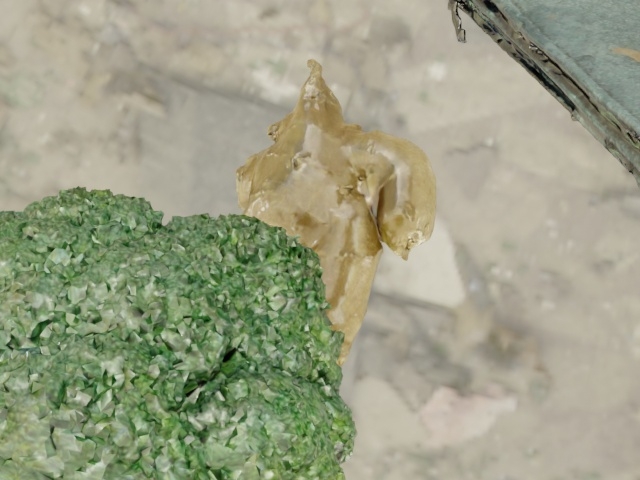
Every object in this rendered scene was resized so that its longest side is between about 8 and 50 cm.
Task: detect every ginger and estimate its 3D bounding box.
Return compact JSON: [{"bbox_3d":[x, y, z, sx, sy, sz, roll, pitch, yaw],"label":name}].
[{"bbox_3d":[-0.011,0.002,1.075,0.133,0.214,0.059,27,169,20],"label":"ginger"}]

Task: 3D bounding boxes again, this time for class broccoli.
[{"bbox_3d":[-0.095,0.114,0.707,0.270,0.270,0.270,-17,112,34],"label":"broccoli"}]

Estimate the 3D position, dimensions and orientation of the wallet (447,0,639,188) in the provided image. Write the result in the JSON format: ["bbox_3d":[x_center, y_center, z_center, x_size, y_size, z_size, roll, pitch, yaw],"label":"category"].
[{"bbox_3d":[0.152,-0.107,0.752,0.190,0.379,0.046,-7,123,-16],"label":"wallet"}]
